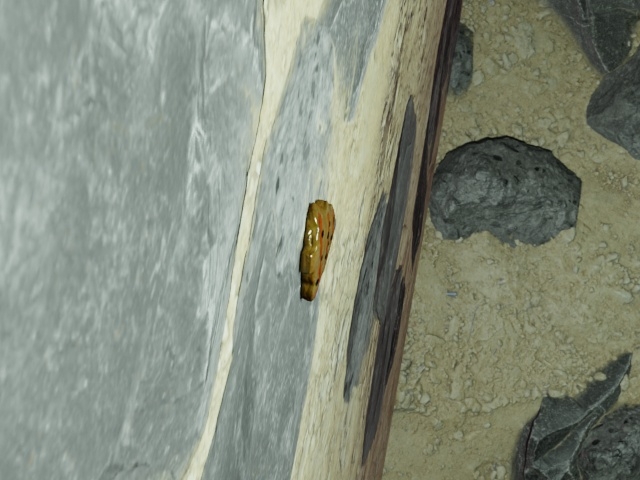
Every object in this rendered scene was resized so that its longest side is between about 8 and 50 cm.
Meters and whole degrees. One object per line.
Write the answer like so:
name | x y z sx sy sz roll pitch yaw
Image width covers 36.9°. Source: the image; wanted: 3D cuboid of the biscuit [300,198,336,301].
biscuit | 0.000 0.000 1.093 0.130 0.019 0.119 -64 161 -62
